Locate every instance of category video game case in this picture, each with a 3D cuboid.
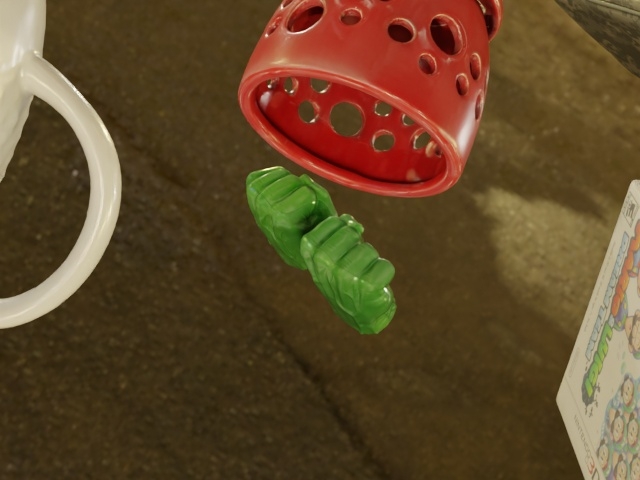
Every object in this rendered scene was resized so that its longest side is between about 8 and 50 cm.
[{"bbox_3d":[0.171,0.068,0.667,0.019,0.157,0.143,8,28,-8],"label":"video game case"}]

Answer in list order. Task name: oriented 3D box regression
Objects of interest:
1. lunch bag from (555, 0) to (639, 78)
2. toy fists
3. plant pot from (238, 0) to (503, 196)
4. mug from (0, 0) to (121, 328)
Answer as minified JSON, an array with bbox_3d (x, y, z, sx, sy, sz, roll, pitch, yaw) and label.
[{"bbox_3d":[0.408,-0.273,1.193,0.212,0.256,0.305,36,4,-32],"label":"lunch bag"},{"bbox_3d":[0.000,0.000,1.636,0.279,0.096,0.142,46,-8,35],"label":"toy fists"},{"bbox_3d":[0.052,-0.152,1.002,0.191,0.174,0.191,21,-19,8],"label":"plant pot"},{"bbox_3d":[-0.334,-0.083,0.969,0.374,0.328,0.276,34,7,-2],"label":"mug"}]
